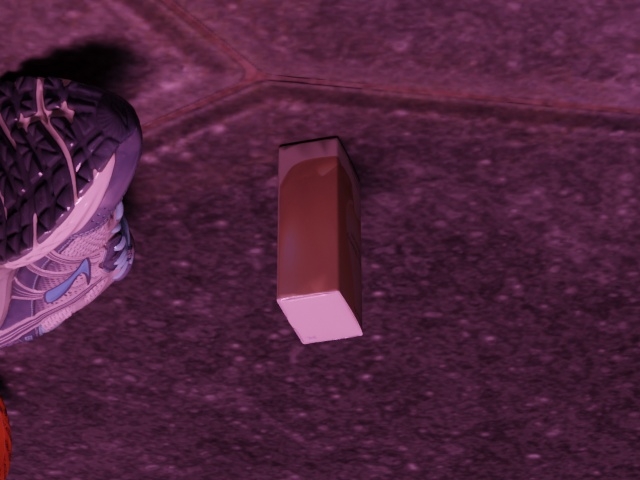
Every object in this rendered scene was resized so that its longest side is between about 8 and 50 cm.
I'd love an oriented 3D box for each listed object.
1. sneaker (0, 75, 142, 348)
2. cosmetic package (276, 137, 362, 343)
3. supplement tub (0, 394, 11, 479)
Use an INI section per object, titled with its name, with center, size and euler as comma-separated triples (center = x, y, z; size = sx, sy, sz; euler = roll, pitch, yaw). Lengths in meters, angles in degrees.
[sneaker]
center = -0.167, -0.017, 1.224
size = 0.122, 0.110, 0.283
euler = -2, 156, -34
[cosmetic package]
center = 0.000, 0.000, 1.213
size = 0.041, 0.115, 0.060
euler = -9, 148, 13
[supplement tub]
center = -0.338, 0.158, 1.465
size = 0.190, 0.117, 0.117
euler = -11, 147, 16
